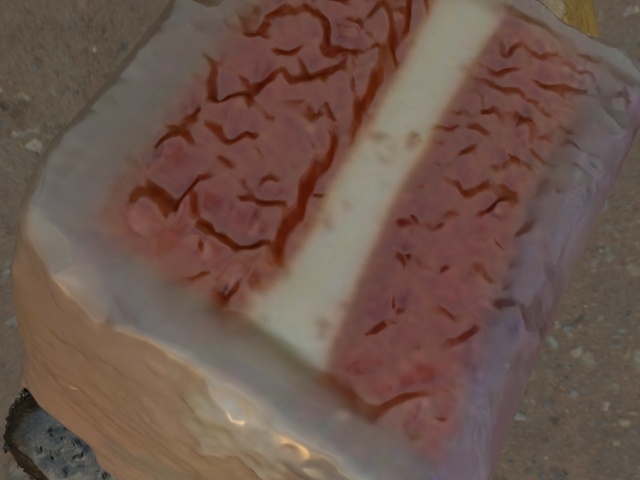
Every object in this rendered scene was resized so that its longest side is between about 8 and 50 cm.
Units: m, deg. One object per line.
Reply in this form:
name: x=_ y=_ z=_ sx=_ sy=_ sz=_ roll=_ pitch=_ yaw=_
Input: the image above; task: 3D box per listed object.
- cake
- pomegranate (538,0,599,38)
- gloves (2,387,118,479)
cake: x=0.000 y=0.000 z=0.484 sx=0.237 sy=0.230 sz=0.309 roll=32 pitch=56 yaw=0
pomegranate: x=0.132 y=-0.155 z=0.854 sx=0.281 sy=0.281 sz=0.281 roll=0 pitch=89 yaw=-14
gloves: x=-0.284 y=0.253 z=1.251 sx=0.312 sy=0.135 sz=0.210 roll=-16 pitch=87 yaw=-20
